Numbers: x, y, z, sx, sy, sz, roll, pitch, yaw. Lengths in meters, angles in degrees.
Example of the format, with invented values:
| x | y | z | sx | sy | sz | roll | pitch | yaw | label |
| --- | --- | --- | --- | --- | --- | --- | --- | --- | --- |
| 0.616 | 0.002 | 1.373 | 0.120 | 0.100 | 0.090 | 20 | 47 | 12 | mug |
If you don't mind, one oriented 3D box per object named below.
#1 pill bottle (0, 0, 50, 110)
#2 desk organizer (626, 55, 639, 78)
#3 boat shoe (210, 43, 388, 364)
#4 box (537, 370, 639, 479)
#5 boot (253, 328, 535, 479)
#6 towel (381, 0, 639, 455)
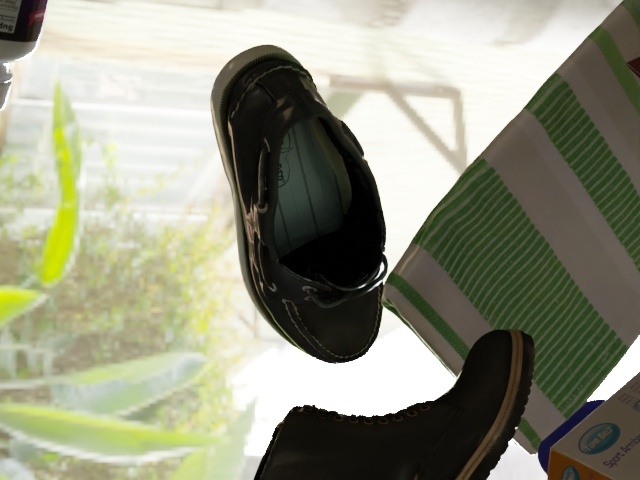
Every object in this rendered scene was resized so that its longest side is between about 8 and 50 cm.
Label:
| x | y | z | sx | sy | sz | roll | pitch | yaw | label |
| --- | --- | --- | --- | --- | --- | --- | --- | --- | --- |
| -0.263 | -0.204 | 0.959 | 0.108 | 0.108 | 0.193 | -125 | -130 | -62 | pill bottle |
| 0.269 | -0.089 | 0.832 | 0.047 | 0.130 | 0.050 | -46 | -150 | 14 | desk organizer |
| 0.003 | -0.002 | 1.058 | 0.113 | 0.127 | 0.340 | 41 | -30 | 48 | boat shoe |
| 0.159 | 0.097 | 0.506 | 0.136 | 0.081 | 0.028 | 27 | -50 | 34 | box |
| 0.045 | 0.113 | 0.776 | 0.198 | 0.137 | 0.077 | -60 | -179 | -33 | boot |
| 0.211 | -0.013 | 0.941 | 0.325 | 0.248 | 0.038 | -47 | -145 | -4 | towel |
